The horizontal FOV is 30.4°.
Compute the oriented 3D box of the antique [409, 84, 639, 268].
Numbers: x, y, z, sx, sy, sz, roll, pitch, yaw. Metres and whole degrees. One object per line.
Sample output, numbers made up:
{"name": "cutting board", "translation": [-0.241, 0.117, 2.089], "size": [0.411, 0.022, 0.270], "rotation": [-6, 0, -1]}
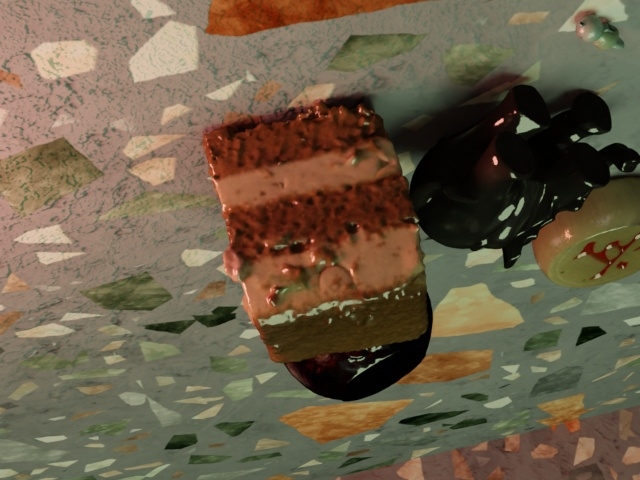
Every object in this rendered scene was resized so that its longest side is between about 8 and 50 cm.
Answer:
{"name": "antique", "translation": [0.265, -0.086, 1.657], "size": [0.322, 0.185, 0.255], "rotation": [-2, 150, -36]}

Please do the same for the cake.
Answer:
{"name": "cake", "translation": [0.000, 0.000, 1.592], "size": [0.256, 0.290, 0.282], "rotation": [-12, 159, 1]}

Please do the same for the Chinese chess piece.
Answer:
{"name": "Chinese chess piece", "translation": [0.486, -0.013, 2.020], "size": [0.250, 0.103, 0.249], "rotation": [-11, 154, -5]}

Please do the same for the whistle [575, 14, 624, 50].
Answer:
{"name": "whistle", "translation": [0.354, -0.261, 1.493], "size": [0.100, 0.035, 0.035], "rotation": [12, 146, -45]}

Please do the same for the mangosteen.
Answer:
{"name": "mangosteen", "translation": [0.057, 0.143, 1.992], "size": [0.288, 0.233, 0.287], "rotation": [-30, 156, -15]}
